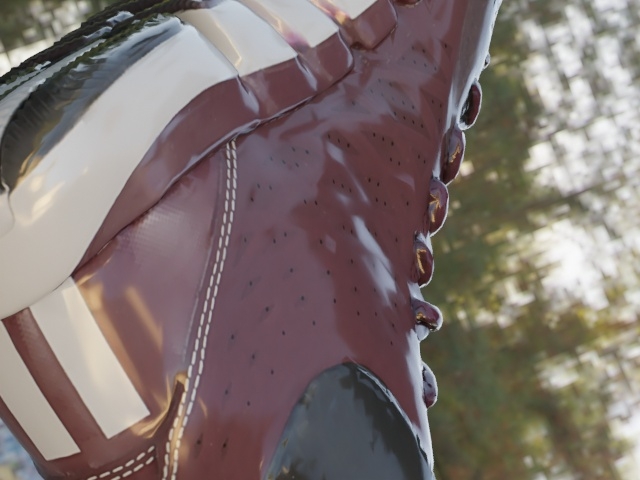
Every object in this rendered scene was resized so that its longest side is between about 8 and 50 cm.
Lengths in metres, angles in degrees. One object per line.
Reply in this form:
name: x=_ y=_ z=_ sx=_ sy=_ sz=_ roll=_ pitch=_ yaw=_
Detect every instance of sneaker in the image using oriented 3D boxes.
sneaker: x=0.000 y=0.000 z=0.447 sx=0.106 sy=0.281 sz=0.162 roll=-15 pitch=-73 yaw=36
